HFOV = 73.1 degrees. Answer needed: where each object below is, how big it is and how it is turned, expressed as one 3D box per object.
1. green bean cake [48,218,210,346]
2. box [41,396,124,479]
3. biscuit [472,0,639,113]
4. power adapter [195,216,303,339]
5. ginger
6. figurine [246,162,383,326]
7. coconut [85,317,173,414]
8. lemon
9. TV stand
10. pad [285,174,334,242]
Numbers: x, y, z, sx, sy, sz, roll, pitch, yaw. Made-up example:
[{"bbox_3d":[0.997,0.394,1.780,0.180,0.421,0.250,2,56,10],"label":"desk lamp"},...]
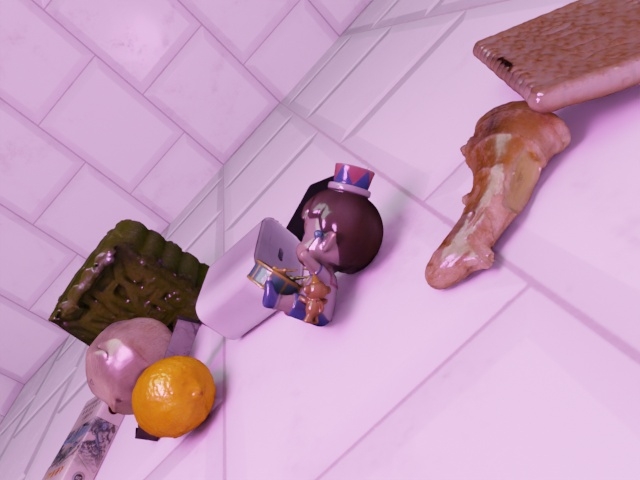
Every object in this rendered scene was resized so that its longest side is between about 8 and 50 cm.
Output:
[{"bbox_3d":[-0.470,0.151,1.125,0.335,0.319,0.218,-46,27,16],"label":"green bean cake"},{"bbox_3d":[-0.593,0.513,1.091,0.164,0.069,0.257,-34,28,30],"label":"box"},{"bbox_3d":[0.352,-0.268,0.600,0.217,0.044,0.325,-17,32,14],"label":"biscuit"},{"bbox_3d":[-0.165,0.094,0.910,0.255,0.124,0.187,-37,26,26],"label":"power adapter"},{"bbox_3d":[0.215,-0.068,0.561,0.131,0.086,0.295,25,79,43],"label":"ginger"},{"bbox_3d":[0.008,0.005,0.706,0.276,0.158,0.161,-55,-15,-8],"label":"figurine"},{"bbox_3d":[-0.416,0.282,0.963,0.224,0.224,0.224,-38,26,23],"label":"coconut"},{"bbox_3d":[-0.270,0.286,0.790,0.187,0.142,0.142,-35,27,33],"label":"lemon"},{"bbox_3d":[-0.314,0.280,0.884,0.040,0.048,0.257,27,97,66],"label":"TV stand"},{"bbox_3d":[-0.027,-0.060,1.049,0.159,0.009,0.265,-14,42,49],"label":"pad"}]
